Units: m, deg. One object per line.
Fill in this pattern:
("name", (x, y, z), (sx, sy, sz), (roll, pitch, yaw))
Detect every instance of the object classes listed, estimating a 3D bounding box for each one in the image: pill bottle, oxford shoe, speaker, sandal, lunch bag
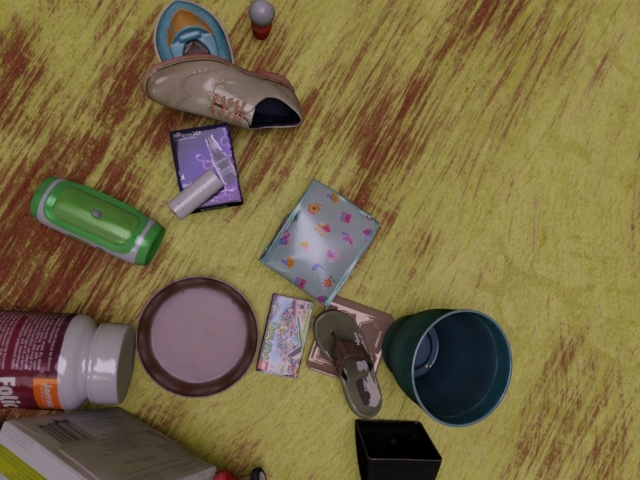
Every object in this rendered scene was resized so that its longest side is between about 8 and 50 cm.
("pill bottle", (-0.655, 0.279, 1.239), (0.391, 0.224, 0.224), (4, 87, -7))
("oxford shoe", (-0.222, -0.350, 1.287), (0.396, 0.141, 0.147), (-4, 45, -28))
("speaker", (-0.547, -0.047, 1.315), (0.296, 0.131, 0.131), (25, 85, -6))
("sandal", (0.085, 0.315, 1.368), (0.120, 0.086, 0.303), (-26, 89, -11))
("lunch bag", (0.000, 0.000, 1.372), (0.223, 0.160, 0.262), (34, 90, -4))
("speaker", (-0.300, -0.112, 1.277), (0.136, 0.055, 0.055), (-41, 94, -6))

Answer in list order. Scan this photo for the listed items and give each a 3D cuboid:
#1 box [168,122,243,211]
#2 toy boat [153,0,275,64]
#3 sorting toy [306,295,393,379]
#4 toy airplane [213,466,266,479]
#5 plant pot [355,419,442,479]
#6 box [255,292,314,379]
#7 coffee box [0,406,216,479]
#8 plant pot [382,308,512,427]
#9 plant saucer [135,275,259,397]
("box", (-0.291, -0.183, 1.363), (0.153, 0.108, 0.207), (-12, 90, -7))
("toy boat", (-0.267, -0.520, 1.358), (0.318, 0.148, 0.268), (-25, 91, -8))
("sorting toy", (0.080, 0.272, 1.437), (0.192, 0.038, 0.208), (20, 81, -7))
("toy airplane", (-0.164, 0.782, 1.261), (0.384, 0.272, 0.386), (24, 101, 4))
("plant pot", (0.186, 0.588, 1.371), (0.187, 0.187, 0.167), (5, 99, -8))
("box", (-0.095, 0.254, 1.410), (0.114, 0.036, 0.207), (13, 86, -7))
("coffee box", (-0.492, 0.594, 1.133), (0.338, 0.337, 0.335), (19, 86, 24))
("plant pot", (0.290, 0.295, 1.339), (0.271, 0.255, 0.272), (0, 90, -19))
("plant saucer", (-0.314, 0.247, 1.375), (0.310, 0.050, 0.311), (0, 88, -7))
